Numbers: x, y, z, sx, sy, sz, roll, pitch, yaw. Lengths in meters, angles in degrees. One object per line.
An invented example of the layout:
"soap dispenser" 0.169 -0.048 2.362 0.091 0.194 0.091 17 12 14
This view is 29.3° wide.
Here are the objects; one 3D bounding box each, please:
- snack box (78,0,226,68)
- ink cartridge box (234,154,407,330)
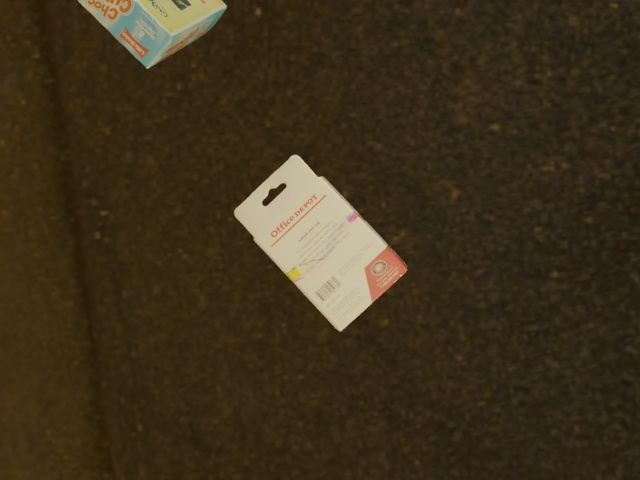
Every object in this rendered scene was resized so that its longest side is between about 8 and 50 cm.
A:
"snack box" -0.273 -0.360 1.487 0.322 0.187 0.060 45 117 -3
"ink cartridge box" 0.000 0.000 1.511 0.115 0.067 0.198 -42 90 6
